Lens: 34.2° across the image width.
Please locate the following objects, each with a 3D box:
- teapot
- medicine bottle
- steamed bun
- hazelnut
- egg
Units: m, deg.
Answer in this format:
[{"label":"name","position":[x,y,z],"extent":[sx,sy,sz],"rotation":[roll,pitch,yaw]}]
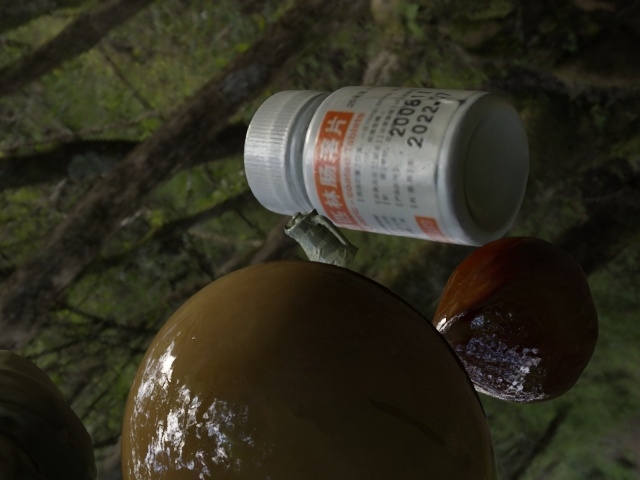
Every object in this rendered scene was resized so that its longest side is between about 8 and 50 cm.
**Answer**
[{"label":"teapot","position":[0.000,0.000,1.167],"extent":[0.083,0.057,0.067],"rotation":[46,140,-1]},{"label":"medicine bottle","position":[0.088,-0.114,1.483],"extent":[0.371,0.211,0.211],"rotation":[9,158,38]},{"label":"steamed bun","position":[-0.408,0.305,1.330],"extent":[0.275,0.206,0.320],"rotation":[-25,-82,-50]},{"label":"hazelnut","position":[0.213,0.097,1.223],"extent":[0.208,0.208,0.208],"rotation":[47,-175,-5]},{"label":"egg","position":[-0.002,0.197,0.865],"extent":[0.374,0.301,0.301],"rotation":[64,180,-17]}]
